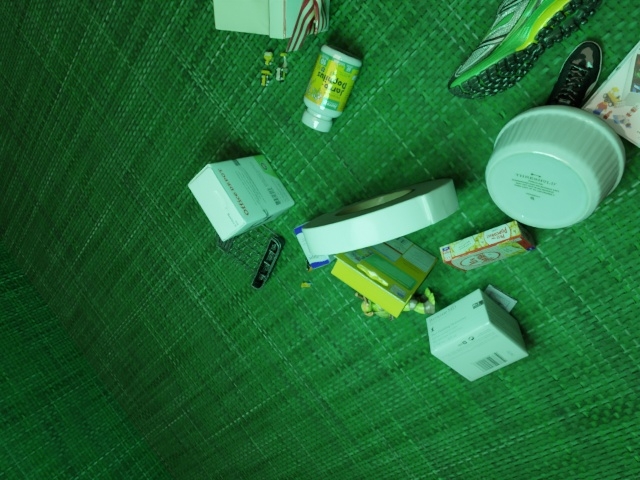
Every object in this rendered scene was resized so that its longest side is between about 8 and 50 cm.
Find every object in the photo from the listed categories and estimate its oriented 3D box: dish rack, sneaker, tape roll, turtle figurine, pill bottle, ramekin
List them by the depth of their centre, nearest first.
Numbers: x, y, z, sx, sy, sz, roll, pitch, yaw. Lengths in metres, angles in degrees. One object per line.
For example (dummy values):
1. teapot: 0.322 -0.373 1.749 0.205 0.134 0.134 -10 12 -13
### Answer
1. sneaker: 0.543 -0.320 0.956 0.079 0.121 0.217 25 116 18
2. ramekin: 0.492 -0.144 0.963 0.273 0.127 0.273 32 153 18
3. sneaker: 0.429 -0.455 0.990 0.343 0.134 0.146 -38 61 35
4. tape roll: 0.144 -0.063 1.097 0.392 0.392 0.072 -15 98 31
5. pill bottle: 0.023 -0.412 1.207 0.117 0.117 0.208 33 118 15
6. turtle figurine: 0.208 0.184 1.246 0.217 0.269 0.087 -5 83 5
7. dish rack: -0.259 0.013 1.521 0.271 0.074 0.208 35 118 15

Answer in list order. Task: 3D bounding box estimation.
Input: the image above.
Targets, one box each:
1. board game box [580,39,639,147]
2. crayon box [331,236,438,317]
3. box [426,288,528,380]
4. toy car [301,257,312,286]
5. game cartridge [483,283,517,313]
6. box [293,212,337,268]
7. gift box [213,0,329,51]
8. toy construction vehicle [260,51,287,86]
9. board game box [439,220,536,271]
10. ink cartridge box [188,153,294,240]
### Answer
1. board game box: 0.739 -0.268 0.907 0.305 0.053 0.193 40 121 11
2. crayon box: 0.168 0.074 1.164 0.203 0.323 0.083 34 119 15
3. box: 0.411 0.255 1.171 0.182 0.119 0.181 37 123 -23
4. toy car: -0.035 0.099 1.462 0.040 0.060 0.122 2 135 -17
5. game cartridge: 0.484 0.163 1.205 0.083 0.017 0.056 33 115 15
6. box: 0.000 0.000 1.347 0.072 0.126 0.137 -24 93 31
7. gift box: -0.117 -0.632 1.110 0.258 0.276 0.255 17 130 23
8. toy construction vehicle: -0.137 -0.509 1.315 0.086 0.035 0.098 18 112 34
9. board game box: 0.423 0.019 1.115 0.193 0.147 0.045 -24 64 33
10. ink cartridge box: -0.232 -0.139 1.340 0.115 0.273 0.198 -33 88 32
